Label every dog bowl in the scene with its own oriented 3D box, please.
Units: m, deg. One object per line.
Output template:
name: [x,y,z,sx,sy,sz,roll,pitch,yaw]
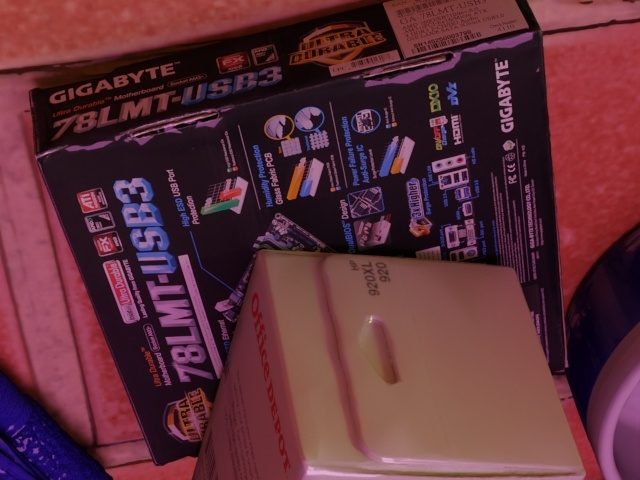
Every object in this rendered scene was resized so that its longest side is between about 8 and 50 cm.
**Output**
dog bowl: [0.310,0.085,1.065,0.265,0.104,0.265,-7,132,-7]

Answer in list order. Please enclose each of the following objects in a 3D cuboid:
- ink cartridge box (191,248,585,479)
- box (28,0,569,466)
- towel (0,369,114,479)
ink cartridge box: [0.029,0.147,0.921,0.168,0.171,0.232,3,133,-17]
box: [0.000,0.000,0.943,0.293,0.073,0.295,-13,133,0]
towel: [-0.307,0.144,0.999,0.228,0.076,0.308,-26,131,10]
